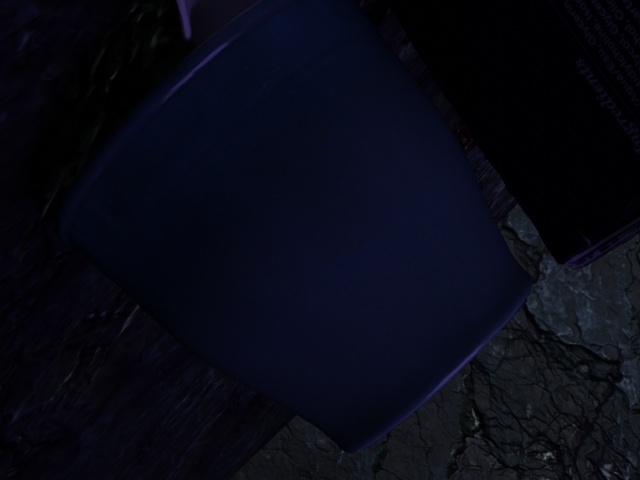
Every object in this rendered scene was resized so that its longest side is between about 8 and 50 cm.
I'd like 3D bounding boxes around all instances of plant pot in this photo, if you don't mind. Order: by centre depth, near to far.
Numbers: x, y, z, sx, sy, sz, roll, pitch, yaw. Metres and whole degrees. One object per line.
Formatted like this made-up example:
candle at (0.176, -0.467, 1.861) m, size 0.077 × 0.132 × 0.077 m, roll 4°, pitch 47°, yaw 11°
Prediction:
plant pot at (0.000, 0.000, 0.725) m, size 0.271 × 0.255 × 0.271 m, roll -42°, pitch 176°, yaw -3°

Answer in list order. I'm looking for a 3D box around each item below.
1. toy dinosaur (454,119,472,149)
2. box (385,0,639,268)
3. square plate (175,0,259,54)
toy dinosaur at (0.253, -0.230, 1.201) m, size 0.218 × 0.164 × 0.322 m, roll -56°, pitch 157°, yaw -51°
box at (0.361, -0.267, 0.669) m, size 0.480 × 0.297 × 0.472 m, roll -28°, pitch 168°, yaw -23°
square plate at (0.026, -0.288, 0.513) m, size 0.344 × 0.049 × 0.347 m, roll -43°, pitch 166°, yaw -11°
